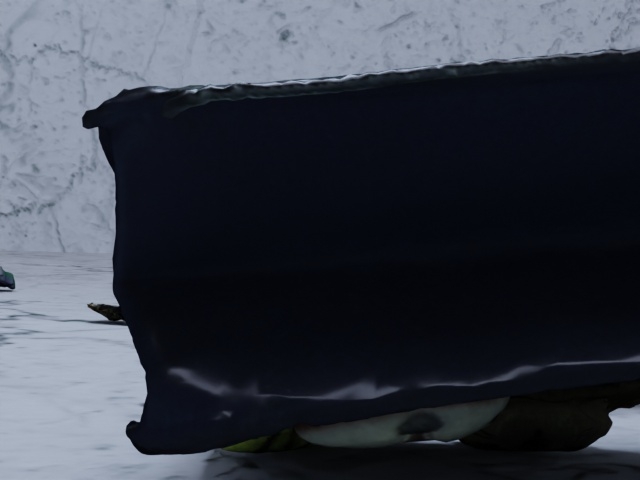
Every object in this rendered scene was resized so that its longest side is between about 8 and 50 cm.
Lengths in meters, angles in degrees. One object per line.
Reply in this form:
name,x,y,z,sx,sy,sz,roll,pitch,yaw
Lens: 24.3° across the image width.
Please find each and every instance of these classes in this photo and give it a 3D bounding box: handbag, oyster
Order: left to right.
oyster,-0.170,0.066,1.341,0.083,0.019,0.054,0,-1,21
handbag,0.088,0.021,0.585,0.303,0.122,0.329,-7,-10,2

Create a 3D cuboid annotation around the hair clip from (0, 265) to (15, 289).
hair clip,-0.451,0.040,1.728,0.195,0.052,0.124,9,-6,-18
